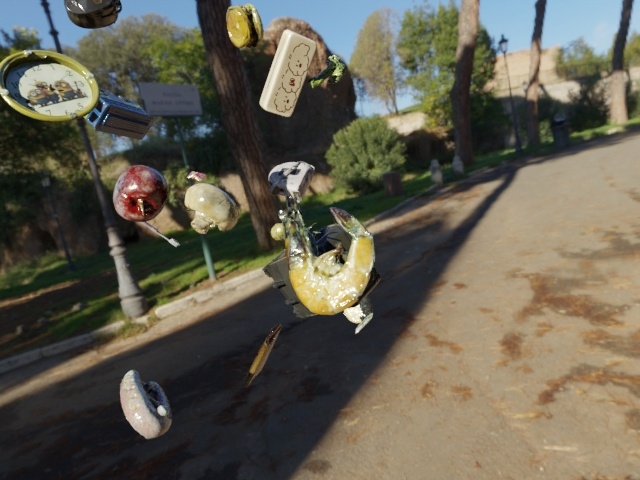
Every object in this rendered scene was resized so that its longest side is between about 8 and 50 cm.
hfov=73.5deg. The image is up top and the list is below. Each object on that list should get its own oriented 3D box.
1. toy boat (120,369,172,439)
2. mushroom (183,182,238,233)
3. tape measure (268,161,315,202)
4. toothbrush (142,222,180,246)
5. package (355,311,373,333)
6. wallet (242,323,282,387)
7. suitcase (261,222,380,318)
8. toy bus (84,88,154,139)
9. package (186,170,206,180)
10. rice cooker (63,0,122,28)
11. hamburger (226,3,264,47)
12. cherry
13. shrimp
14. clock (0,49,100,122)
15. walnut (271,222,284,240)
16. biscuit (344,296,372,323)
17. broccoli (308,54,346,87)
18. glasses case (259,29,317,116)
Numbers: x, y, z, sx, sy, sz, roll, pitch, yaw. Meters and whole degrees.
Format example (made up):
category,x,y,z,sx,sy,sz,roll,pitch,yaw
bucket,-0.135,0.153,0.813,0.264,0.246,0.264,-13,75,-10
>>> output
category,x,y,z,sx,sy,sz,roll,pitch,yaw
toy boat,-0.479,0.450,1.208,0.085,0.155,0.227,-41,35,-7
mushroom,-0.478,-0.138,1.840,0.254,0.195,0.189,30,-21,0
tape measure,-0.139,-0.278,1.958,0.198,0.120,0.236,7,45,18
toothbrush,-0.889,-0.072,2.261,0.029,0.354,0.024,-32,35,25
package,0.163,0.305,1.585,0.110,0.015,0.037,-51,9,30
wallet,-0.220,0.434,1.619,0.039,0.243,0.133,31,28,7
suitcase,-0.001,0.120,1.516,0.194,0.283,0.434,-41,10,-34
toy bus,-0.946,-0.586,1.995,0.138,0.175,0.288,-52,-15,16
package,-0.639,-0.330,2.202,0.084,0.029,0.059,16,47,10
rice cooker,-0.724,-0.745,1.366,0.165,0.112,0.106,-26,-4,-31
hamburger,-0.323,-0.922,1.834,0.114,0.185,0.177,-25,-15,-25
cherry,-0.743,-0.201,1.770,0.203,0.230,0.300,9,27,-39
shrimp,0.000,0.000,1.222,0.272,0.444,0.085,-39,-38,16
clock,-0.715,-0.398,1.136,0.237,0.236,0.057,-16,-15,-35
walnut,-0.181,-0.038,1.929,0.092,0.091,0.092,-11,8,1
biscuit,0.185,0.335,2.116,0.152,0.151,0.020,-7,-9,23
broccoli,0.027,-0.748,1.939,0.204,0.118,0.122,-41,27,-21
glasses case,-0.142,-0.712,1.848,0.144,0.336,0.076,6,30,-34
